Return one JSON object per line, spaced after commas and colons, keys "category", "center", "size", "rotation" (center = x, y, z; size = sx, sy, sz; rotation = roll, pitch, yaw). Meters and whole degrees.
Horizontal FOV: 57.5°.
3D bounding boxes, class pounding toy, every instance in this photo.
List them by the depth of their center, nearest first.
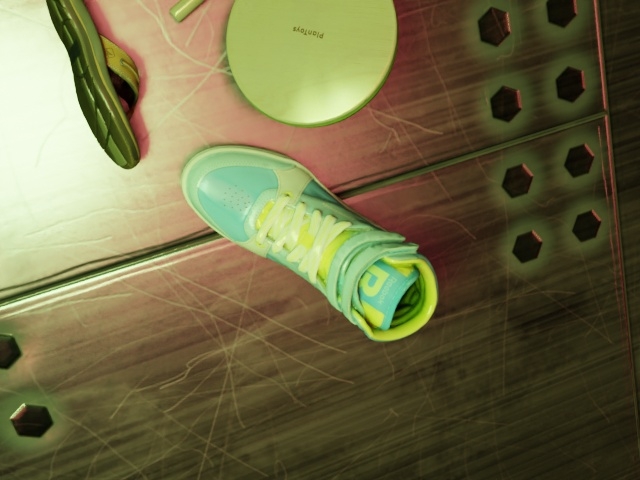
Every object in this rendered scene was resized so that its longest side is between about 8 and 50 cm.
{"category": "pounding toy", "center": [-0.018, -0.230, 0.651], "size": [0.237, 0.110, 0.183], "rotation": [45, 102, 8]}

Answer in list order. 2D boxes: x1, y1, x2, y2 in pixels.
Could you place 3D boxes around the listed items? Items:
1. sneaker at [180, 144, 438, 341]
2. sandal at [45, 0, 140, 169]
{"category": "sneaker", "center": [0.000, 0.000, 0.643], "size": [0.319, 0.208, 0.127], "rotation": [26, 98, -19]}
{"category": "sandal", "center": [-0.227, -0.184, 0.613], "size": [0.060, 0.090, 0.219], "rotation": [-24, 103, -31]}
